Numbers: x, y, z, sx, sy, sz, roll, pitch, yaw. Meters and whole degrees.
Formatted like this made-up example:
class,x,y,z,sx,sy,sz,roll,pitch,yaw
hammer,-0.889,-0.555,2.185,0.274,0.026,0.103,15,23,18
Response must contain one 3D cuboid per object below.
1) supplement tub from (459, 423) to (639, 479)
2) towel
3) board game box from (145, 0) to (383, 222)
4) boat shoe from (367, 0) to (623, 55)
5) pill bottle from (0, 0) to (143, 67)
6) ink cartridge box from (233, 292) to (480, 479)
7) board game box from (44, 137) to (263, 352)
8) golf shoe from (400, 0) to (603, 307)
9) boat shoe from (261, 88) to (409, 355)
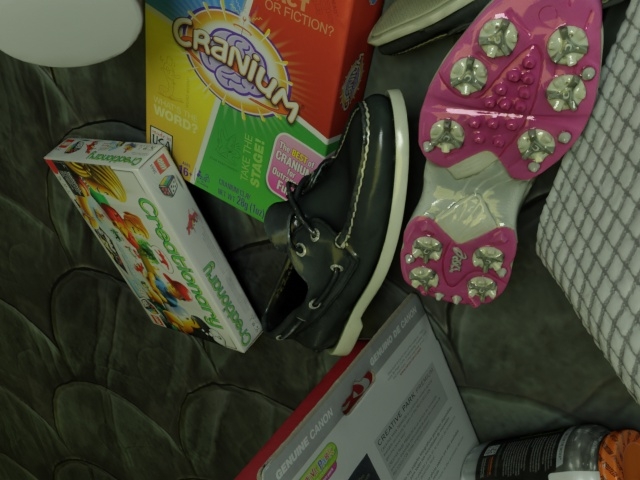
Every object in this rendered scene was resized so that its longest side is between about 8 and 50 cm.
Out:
class,x,y,z,sx,sy,sz,roll,pitch,yaw
supplement tub,0.252,0.260,0.764,0.190,0.117,0.117,-29,99,46
towel,0.256,-0.047,0.450,0.121,0.235,0.284,7,120,-8
board game box,-0.072,-0.178,0.747,0.242,0.064,0.317,28,133,20
boat shoe,0.133,-0.187,0.575,0.233,0.084,0.079,-10,135,46
pill bottle,-0.231,-0.309,0.615,0.169,0.169,0.302,-31,64,46
ink cartridge box,0.034,0.247,0.786,0.130,0.309,0.272,-7,114,40
board game box,-0.210,0.008,0.941,0.192,0.053,0.305,9,136,38
golf shoe,0.137,-0.086,0.586,0.115,0.140,0.306,19,135,6
boat shoe,0.000,-0.003,0.694,0.113,0.127,0.340,4,144,-8
